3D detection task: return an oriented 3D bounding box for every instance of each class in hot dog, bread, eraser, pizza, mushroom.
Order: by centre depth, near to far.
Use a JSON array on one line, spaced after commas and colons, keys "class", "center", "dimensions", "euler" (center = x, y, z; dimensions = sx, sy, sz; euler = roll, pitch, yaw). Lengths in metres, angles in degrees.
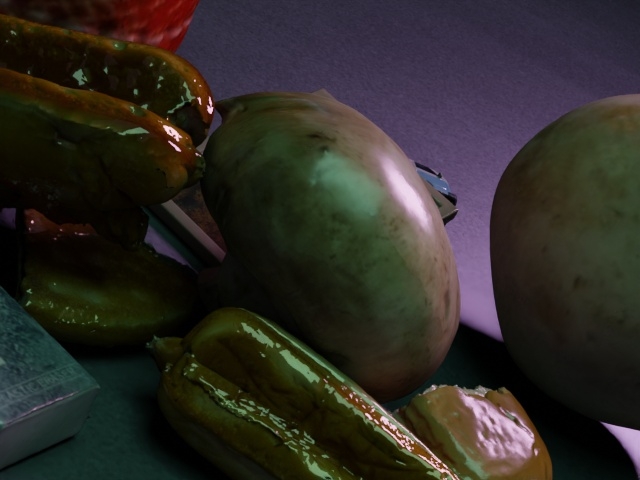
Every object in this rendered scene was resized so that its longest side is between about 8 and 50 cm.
[{"class": "eraser", "center": [-0.241, 0.049, 0.888], "dimensions": [0.212, 0.046, 0.092], "euler": [41, 29, 17]}, {"class": "hot dog", "center": [-0.009, 0.133, 0.950], "dimensions": [0.249, 0.102, 0.076], "euler": [36, -14, 3]}, {"class": "hot dog", "center": [-0.248, -0.089, 0.989], "dimensions": [0.348, 0.117, 0.158], "euler": [13, 38, 1]}, {"class": "pizza", "center": [-0.181, 0.014, 1.018], "dimensions": [0.176, 0.036, 0.184], "euler": [43, 26, 16]}, {"class": "bread", "center": [0.108, 0.156, 1.030], "dimensions": [0.125, 0.082, 0.106], "euler": [7, 30, -44]}, {"class": "mushroom", "center": [0.000, 0.000, 1.044], "dimensions": [0.255, 0.184, 0.255], "euler": [46, 17, -19]}, {"class": "mushroom", "center": [0.292, 0.026, 1.267], "dimensions": [0.297, 0.297, 0.290], "euler": [39, -4, 14]}]

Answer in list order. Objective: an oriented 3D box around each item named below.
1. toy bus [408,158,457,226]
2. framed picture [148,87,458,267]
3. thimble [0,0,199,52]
[{"class": "toy bus", "center": [0.063, -0.053, 1.354], "dimensions": [0.122, 0.060, 0.075], "euler": [22, 25, -13]}, {"class": "framed picture", "center": [-0.020, -0.038, 1.225], "dimensions": [0.250, 0.016, 0.184], "euler": [-27, 62, -41]}, {"class": "thimble", "center": [-0.239, -0.322, 1.312], "dimensions": [0.350, 0.231, 0.350], "euler": [24, 27, -13]}]
